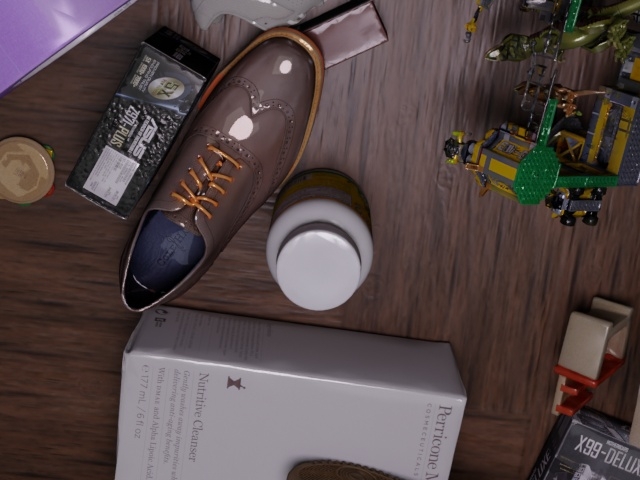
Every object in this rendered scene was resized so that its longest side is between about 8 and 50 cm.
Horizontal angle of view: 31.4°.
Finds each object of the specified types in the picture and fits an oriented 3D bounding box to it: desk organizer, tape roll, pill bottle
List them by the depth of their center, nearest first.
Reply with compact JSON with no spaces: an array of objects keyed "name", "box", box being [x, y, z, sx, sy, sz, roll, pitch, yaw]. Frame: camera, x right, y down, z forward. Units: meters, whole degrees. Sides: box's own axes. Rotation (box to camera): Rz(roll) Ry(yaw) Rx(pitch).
[{"name":"tape roll","box":[-0.265,-0.242,1.147,0.274,0.275,0.090,-32,104,10]},{"name":"pill bottle","box":[0.000,0.000,1.250,0.117,0.208,0.118,0,107,1]},{"name":"desk organizer","box":[0.008,-0.223,1.266,0.130,0.047,0.050,-23,111,10]}]

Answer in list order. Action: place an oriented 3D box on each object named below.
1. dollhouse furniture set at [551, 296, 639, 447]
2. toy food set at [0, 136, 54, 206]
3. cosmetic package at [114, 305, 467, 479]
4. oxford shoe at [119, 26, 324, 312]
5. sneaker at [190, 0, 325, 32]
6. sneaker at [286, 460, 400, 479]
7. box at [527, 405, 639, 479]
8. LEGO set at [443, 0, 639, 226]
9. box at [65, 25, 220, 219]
[{"name":"dollhouse furniture set","box":[0.405,0.169,1.288,0.259,0.262,0.135,18,112,31]},{"name":"toy food set","box":[-0.350,-0.081,1.330,0.082,0.020,0.083,16,106,-4]},{"name":"cosmetic package","box":[-0.038,0.219,1.344,0.384,0.156,0.217,7,108,-1]},{"name":"oxford shoe","box":[-0.110,-0.065,1.252,0.130,0.133,0.364,30,112,-5]},{"name":"sneaker","box":[-0.021,-0.281,1.234,0.262,0.099,0.121,1,115,9]},{"name":"sneaker","box":[0.081,0.348,1.257,0.282,0.099,0.153,16,107,-9]},{"name":"box","box":[0.398,0.368,1.402,0.307,0.076,0.242,22,106,3]},{"name":"LEGO set","box":[0.232,-0.197,1.179,0.255,0.192,0.331,-11,117,-34]},{"name":"box","box":[-0.191,-0.132,1.246,0.077,0.147,0.180,30,104,-8]}]
